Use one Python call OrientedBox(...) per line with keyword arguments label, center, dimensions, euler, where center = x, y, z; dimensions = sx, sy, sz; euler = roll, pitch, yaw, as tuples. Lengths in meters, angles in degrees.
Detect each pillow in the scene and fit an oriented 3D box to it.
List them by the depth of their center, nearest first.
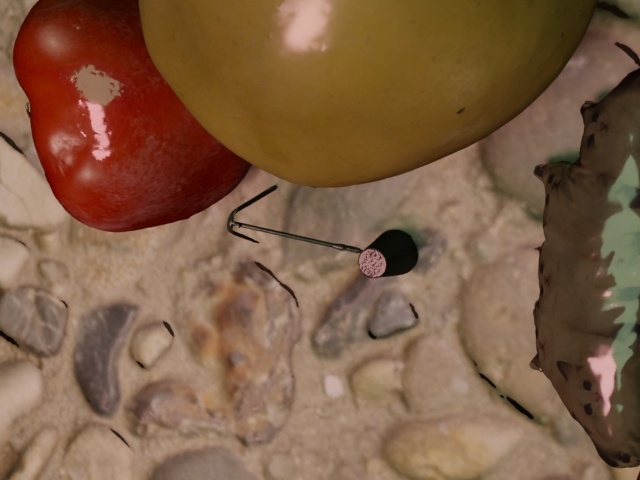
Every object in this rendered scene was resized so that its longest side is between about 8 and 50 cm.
OrientedBox(label="pillow", center=(0.168, 0.016, 0.710), dimensions=(0.093, 0.051, 0.241), euler=(6, 97, 42))

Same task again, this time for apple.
OrientedBox(label="apple", center=(0.027, -0.161, 0.645), dimensions=(0.262, 0.262, 0.262), euler=(6, 103, 26))

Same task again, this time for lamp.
OrientedBox(label="lamp", center=(0.001, 0.000, 0.794), dimensions=(0.121, 0.054, 0.041), euler=(18, 108, 22))

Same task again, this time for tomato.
OrientedBox(label="tomato", center=(-0.117, -0.088, 0.774), dimensions=(0.152, 0.187, 0.187), euler=(6, 105, 5))

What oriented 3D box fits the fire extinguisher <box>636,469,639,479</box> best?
OrientedBox(label="fire extinguisher", center=(0.222, 0.139, 0.712), dimensions=(0.062, 0.050, 0.177), euler=(-129, 49, -61))
